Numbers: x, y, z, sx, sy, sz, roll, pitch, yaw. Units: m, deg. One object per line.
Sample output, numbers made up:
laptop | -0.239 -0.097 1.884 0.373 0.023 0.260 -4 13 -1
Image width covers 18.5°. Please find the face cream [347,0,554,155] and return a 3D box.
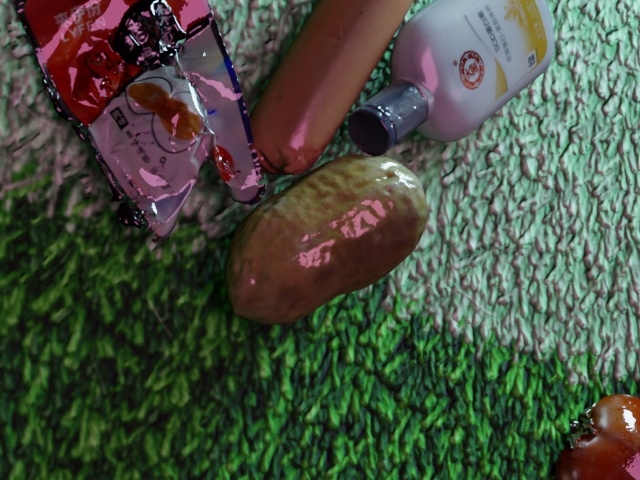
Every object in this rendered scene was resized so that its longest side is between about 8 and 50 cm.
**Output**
face cream | 0.134 -0.179 2.022 0.291 0.071 0.144 -37 116 -38

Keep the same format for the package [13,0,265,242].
package | -0.160 -0.139 1.873 0.194 0.071 0.269 -23 84 -33

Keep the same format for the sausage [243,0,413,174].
sausage | 0.013 -0.183 1.965 0.086 0.086 0.289 41 65 -21

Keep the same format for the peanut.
peanut | 0.000 0.000 1.915 0.224 0.129 0.129 -27 99 -20

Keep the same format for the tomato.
tomato | 0.335 0.239 2.111 0.139 0.091 0.159 48 61 -19
